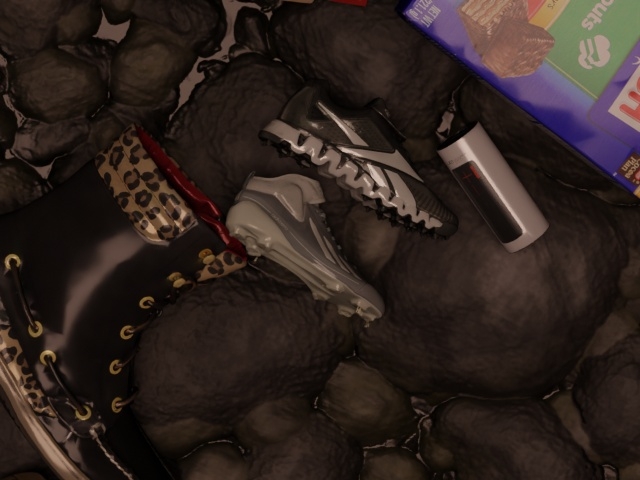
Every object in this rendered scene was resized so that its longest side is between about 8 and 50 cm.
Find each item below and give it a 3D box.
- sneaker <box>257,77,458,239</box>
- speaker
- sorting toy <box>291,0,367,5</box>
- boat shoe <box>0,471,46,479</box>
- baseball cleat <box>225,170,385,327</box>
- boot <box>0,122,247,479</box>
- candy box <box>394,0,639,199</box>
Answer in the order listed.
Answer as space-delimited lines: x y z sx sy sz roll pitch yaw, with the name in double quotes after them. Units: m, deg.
0.058 -0.088 1.540 0.234 0.078 0.106 31 83 -15 "sneaker"
0.179 -0.056 1.560 0.055 0.055 0.136 -34 100 7 "speaker"
-0.054 -0.308 1.482 0.274 0.046 0.132 1 110 -30 "sorting toy"
-0.360 0.316 1.639 0.178 0.064 0.060 -35 130 8 "boat shoe"
0.000 0.000 1.563 0.206 0.072 0.109 35 66 -27 "baseball cleat"
-0.196 0.091 1.555 0.284 0.138 0.377 -37 94 7 "boot"
0.279 -0.234 1.488 0.317 0.122 0.268 36 99 -8 "candy box"
